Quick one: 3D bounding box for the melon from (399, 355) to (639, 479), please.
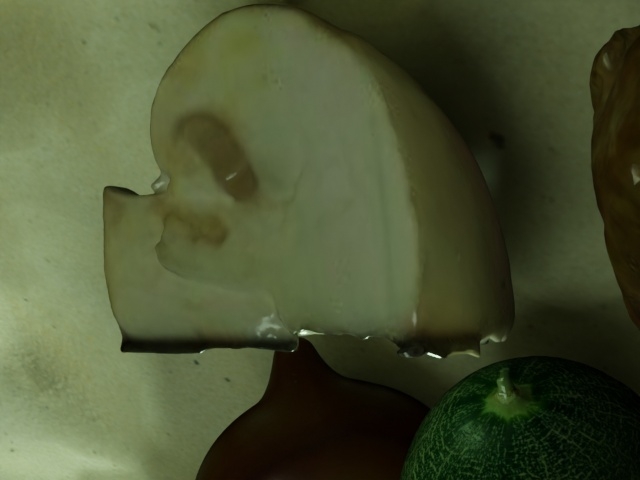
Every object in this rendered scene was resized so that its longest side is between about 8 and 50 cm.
[{"bbox_3d":[0.136,0.176,0.891,0.182,0.182,0.287,1,130,34],"label":"melon"}]

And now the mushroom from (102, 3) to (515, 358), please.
[{"bbox_3d":[0.008,-0.026,0.825,0.236,0.162,0.173,-3,85,42],"label":"mushroom"}]

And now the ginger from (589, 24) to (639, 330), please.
[{"bbox_3d":[0.248,-0.036,0.622,0.274,0.152,0.357,9,141,-2],"label":"ginger"}]

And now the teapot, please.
[{"bbox_3d":[0.007,0.168,1.022,0.178,0.135,0.252,-11,132,-1],"label":"teapot"}]
